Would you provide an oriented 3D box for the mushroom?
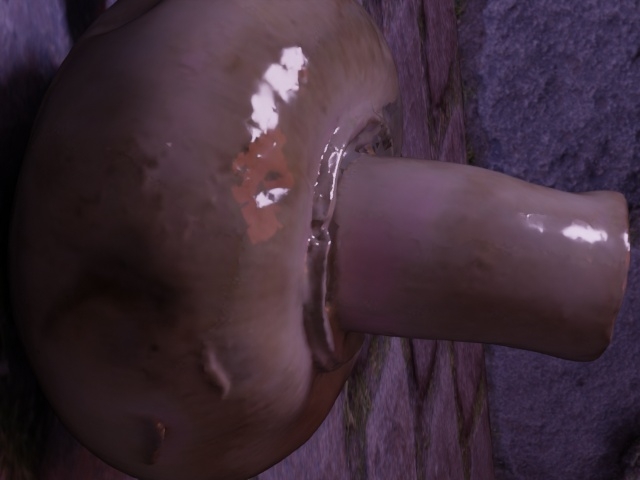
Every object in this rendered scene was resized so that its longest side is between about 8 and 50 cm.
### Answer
[{"bbox_3d":[-0.028,-0.015,0.953,0.356,0.315,0.315,-9,100,-33],"label":"mushroom"}]
